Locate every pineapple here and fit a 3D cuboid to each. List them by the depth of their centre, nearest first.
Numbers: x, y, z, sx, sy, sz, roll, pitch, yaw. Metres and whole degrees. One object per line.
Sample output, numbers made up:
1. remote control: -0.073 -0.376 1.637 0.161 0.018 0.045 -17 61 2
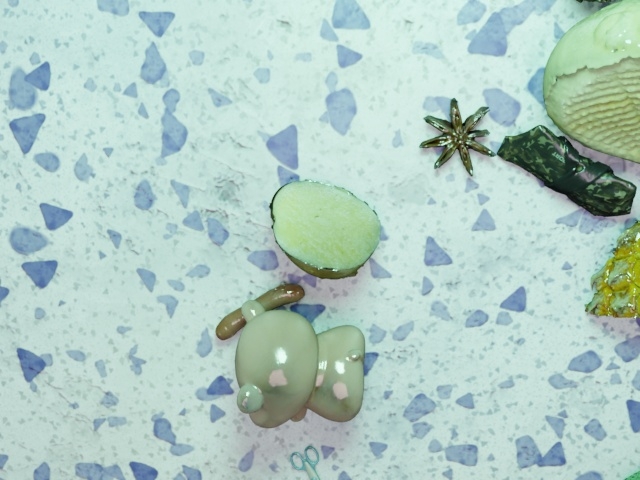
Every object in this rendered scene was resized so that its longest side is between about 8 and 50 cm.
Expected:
1. pineapple: 0.609 0.035 1.401 0.334 0.161 0.158 -9 99 9

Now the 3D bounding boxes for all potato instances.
1. potato: 0.000 0.000 1.480 0.202 0.182 0.117 22 146 8

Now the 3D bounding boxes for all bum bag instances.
1. bum bag: 0.422 -0.116 1.424 0.248 0.102 0.069 29 73 -2

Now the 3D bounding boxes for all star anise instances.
1. star anise: 0.235 -0.179 1.454 0.141 0.042 0.141 1 104 4

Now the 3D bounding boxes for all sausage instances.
1. sausage: -0.115 0.128 1.555 0.186 0.043 0.043 -30 97 11

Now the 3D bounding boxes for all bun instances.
1. bun: 0.528 -0.262 1.272 0.364 0.364 0.202 13 73 3

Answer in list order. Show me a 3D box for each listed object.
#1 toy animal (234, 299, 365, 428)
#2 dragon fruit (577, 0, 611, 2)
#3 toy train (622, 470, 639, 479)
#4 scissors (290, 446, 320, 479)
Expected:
1. toy animal: -0.028 0.230 1.482 0.221 0.210 0.229 -9 140 14
2. dragon fruit: 0.455 -0.489 1.242 0.250 0.291 0.269 -23 96 16
3. toy train: 0.684 0.450 1.499 0.269 0.115 0.154 -35 99 12
4. scissors: -0.012 0.456 1.625 0.058 0.014 0.119 -26 94 11
